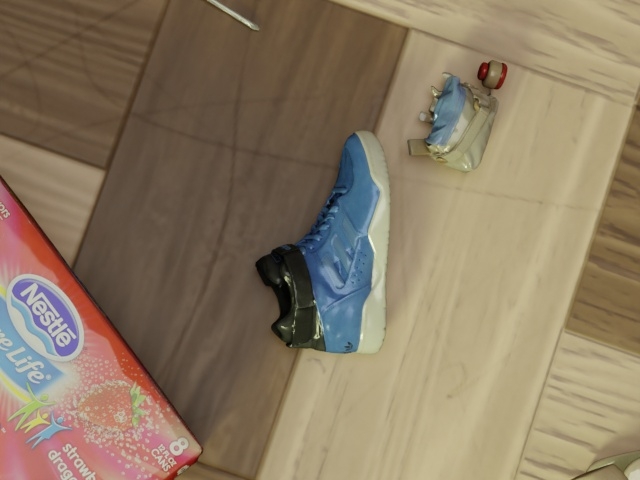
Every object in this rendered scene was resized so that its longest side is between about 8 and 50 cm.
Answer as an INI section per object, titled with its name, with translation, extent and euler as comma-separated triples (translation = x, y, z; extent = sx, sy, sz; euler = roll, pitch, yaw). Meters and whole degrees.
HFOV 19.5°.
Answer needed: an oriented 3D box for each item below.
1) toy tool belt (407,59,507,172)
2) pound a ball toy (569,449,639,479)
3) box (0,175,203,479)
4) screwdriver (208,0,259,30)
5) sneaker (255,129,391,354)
[toy tool belt]
translation = 0.093, -0.090, 1.273
extent = 0.051, 0.052, 0.083
euler = 19, 82, -9
[pound a ball toy]
translation = 0.304, 0.183, 1.173
extent = 0.319, 0.208, 0.135
euler = -11, 84, -5
[box]
translation = -0.199, 0.073, 1.198
extent = 0.128, 0.122, 0.257
euler = -36, 86, -8
[screwdriver]
translation = -0.115, -0.192, 1.286
extent = 0.170, 0.025, 0.024
euler = 31, 82, 1
[sneaker]
translation = 0.000, 0.000, 1.252
extent = 0.085, 0.058, 0.152
euler = 2, 89, -12
